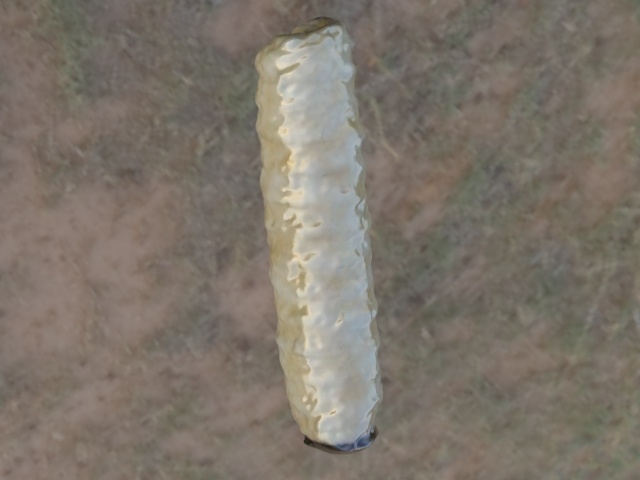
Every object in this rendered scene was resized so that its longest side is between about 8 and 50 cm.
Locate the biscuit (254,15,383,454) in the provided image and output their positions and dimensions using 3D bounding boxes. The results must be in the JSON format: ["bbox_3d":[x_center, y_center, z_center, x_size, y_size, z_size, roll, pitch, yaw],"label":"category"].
[{"bbox_3d":[0.000,0.000,0.636,0.055,0.061,0.219,-2,105,9],"label":"biscuit"}]
